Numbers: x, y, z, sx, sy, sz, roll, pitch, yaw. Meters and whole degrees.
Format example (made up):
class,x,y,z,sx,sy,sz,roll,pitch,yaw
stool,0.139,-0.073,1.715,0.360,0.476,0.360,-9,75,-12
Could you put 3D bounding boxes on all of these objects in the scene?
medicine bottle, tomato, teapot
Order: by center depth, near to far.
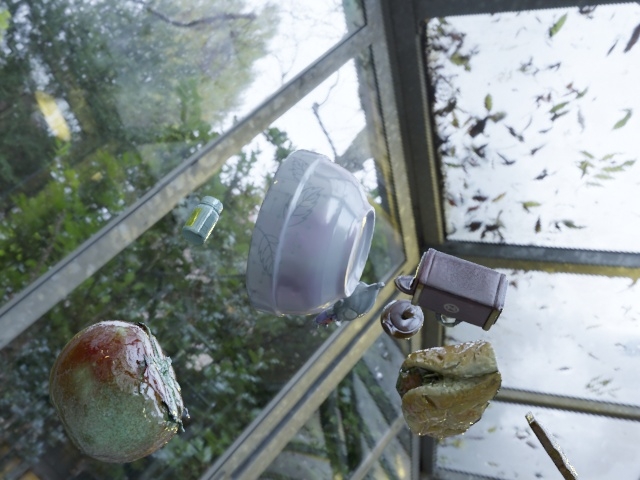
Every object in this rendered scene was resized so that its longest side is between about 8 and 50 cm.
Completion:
class,x,y,z,sx,sy,sz,roll,pitch,yaw
medicine bottle,-0.210,-0.036,1.270,0.047,0.083,0.047,17,-33,11
tomato,-0.435,0.331,1.531,0.303,0.239,0.303,155,-90,-86
teapot,0.200,0.190,1.743,0.098,0.129,0.078,57,-36,13

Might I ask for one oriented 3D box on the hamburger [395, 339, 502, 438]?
class,x,y,z,sx,sy,sz,roll,pitch,yaw
hamburger,0.272,0.342,1.668,0.209,0.162,0.330,1,-34,-11

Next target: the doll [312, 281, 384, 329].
class,x,y,z,sx,sy,sz,roll,pitch,yaw
doll,0.069,0.152,1.694,0.227,0.102,0.075,-35,-113,35

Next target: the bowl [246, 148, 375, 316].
class,x,y,z,sx,sy,sz,roll,pitch,yaw
bowl,0.000,0.000,1.189,0.144,0.287,0.287,15,-37,13

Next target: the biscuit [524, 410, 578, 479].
class,x,y,z,sx,sy,sz,roll,pitch,yaw
biscuit,0.569,0.514,1.720,0.215,0.034,0.182,57,8,8

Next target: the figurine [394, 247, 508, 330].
class,x,y,z,sx,sy,sz,roll,pitch,yaw
figurine,0.181,0.079,1.023,0.154,0.082,0.098,17,-46,10
